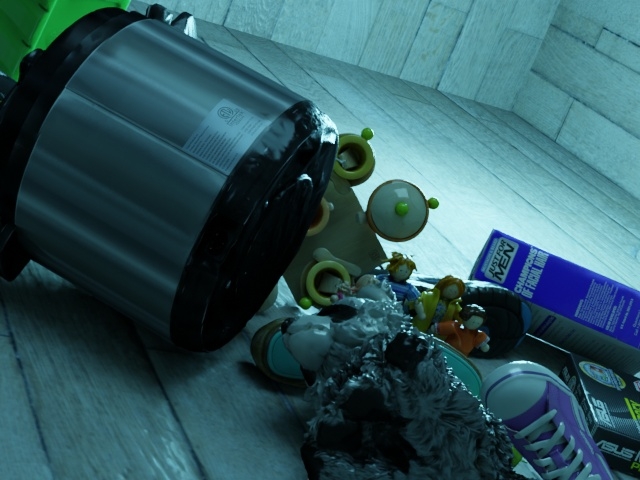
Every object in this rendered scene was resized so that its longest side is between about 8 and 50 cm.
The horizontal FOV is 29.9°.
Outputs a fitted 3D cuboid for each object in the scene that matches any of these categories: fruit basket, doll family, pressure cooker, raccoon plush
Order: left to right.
[{"bbox_3d":[-0.548,-0.465,2.328,0.282,0.392,0.392,3,25,-44],"label":"fruit basket"},{"bbox_3d":[-0.229,-0.102,1.568,0.420,0.376,0.370,29,23,11],"label":"pressure cooker"},{"bbox_3d":[0.126,0.105,1.788,0.262,0.163,0.118,17,19,-16],"label":"doll family"},{"bbox_3d":[0.129,0.247,1.438,0.446,0.216,0.299,50,9,-10],"label":"raccoon plush"}]

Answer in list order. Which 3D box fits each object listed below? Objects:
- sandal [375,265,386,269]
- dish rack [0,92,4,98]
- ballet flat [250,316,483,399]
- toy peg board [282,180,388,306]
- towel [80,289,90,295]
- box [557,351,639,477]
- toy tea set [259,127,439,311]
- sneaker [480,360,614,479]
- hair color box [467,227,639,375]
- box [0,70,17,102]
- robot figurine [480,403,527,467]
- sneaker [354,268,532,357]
[{"bbox_3d":[0.060,0.033,2.122,0.179,0.040,0.067,19,18,-10],"label":"sandal"},{"bbox_3d":[-0.503,-0.134,1.703,0.271,0.208,0.074,6,36,-42],"label":"dish rack"},{"bbox_3d":[0.057,0.167,1.661,0.342,0.116,0.124,10,3,-21],"label":"ballet flat"},{"bbox_3d":[0.000,0.000,1.913,0.161,0.161,0.079,63,-4,4],"label":"toy peg board"},{"bbox_3d":[-0.246,0.083,1.663,0.152,0.023,0.113,25,20,4],"label":"towel"},{"bbox_3d":[0.493,0.285,1.863,0.216,0.060,0.270,21,18,-3],"label":"box"},{"bbox_3d":[0.015,-0.008,1.803,0.200,0.336,0.124,41,-6,-4],"label":"toy tea set"},{"bbox_3d":[0.304,0.273,1.466,0.282,0.102,0.161,48,12,-30],"label":"sneaker"},{"bbox_3d":[0.423,0.112,2.086,0.338,0.110,0.185,22,-16,5],"label":"hair color box"},{"bbox_3d":[-0.603,-0.271,2.070,0.190,0.045,0.184,33,20,35],"label":"box"},{"bbox_3d":[0.223,0.264,1.599,0.115,0.067,0.101,36,18,37],"label":"robot figurine"},{"bbox_3d":[0.196,0.099,1.956,0.340,0.125,0.139,14,15,-30],"label":"sneaker"}]
